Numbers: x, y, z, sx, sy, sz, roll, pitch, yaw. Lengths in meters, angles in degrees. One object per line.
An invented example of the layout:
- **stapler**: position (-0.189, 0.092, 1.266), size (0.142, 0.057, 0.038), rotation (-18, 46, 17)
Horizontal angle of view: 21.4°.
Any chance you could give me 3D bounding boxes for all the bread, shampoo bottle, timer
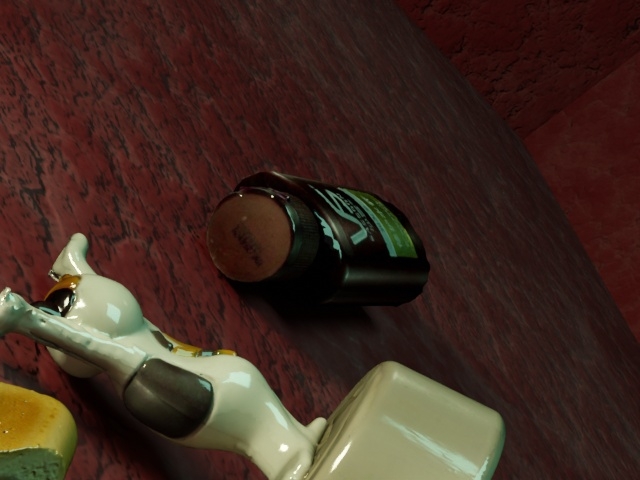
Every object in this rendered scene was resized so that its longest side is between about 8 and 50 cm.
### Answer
- **bread**: position (-0.144, 0.104, 0.744), size (0.062, 0.049, 0.103), rotation (16, 21, -4)
- **shampoo bottle**: position (0.000, 0.000, 1.418), size (0.129, 0.084, 0.323), rotation (53, 14, 15)
- **timer**: position (-0.053, 0.095, 0.936), size (0.266, 0.175, 0.175), rotation (36, 14, -1)
